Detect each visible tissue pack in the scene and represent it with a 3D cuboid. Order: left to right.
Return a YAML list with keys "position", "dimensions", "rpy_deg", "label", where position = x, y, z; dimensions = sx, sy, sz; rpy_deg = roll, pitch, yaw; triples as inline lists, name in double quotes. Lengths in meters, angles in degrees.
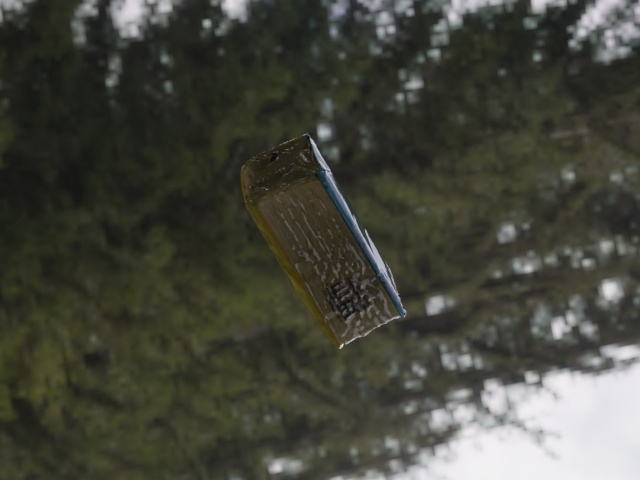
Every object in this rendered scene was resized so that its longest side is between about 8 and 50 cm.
- position: [0.000, 0.000, 1.535]
  dimensions: [0.169, 0.082, 0.120]
  rpy_deg: [59, 5, -23]
  label: "tissue pack"
